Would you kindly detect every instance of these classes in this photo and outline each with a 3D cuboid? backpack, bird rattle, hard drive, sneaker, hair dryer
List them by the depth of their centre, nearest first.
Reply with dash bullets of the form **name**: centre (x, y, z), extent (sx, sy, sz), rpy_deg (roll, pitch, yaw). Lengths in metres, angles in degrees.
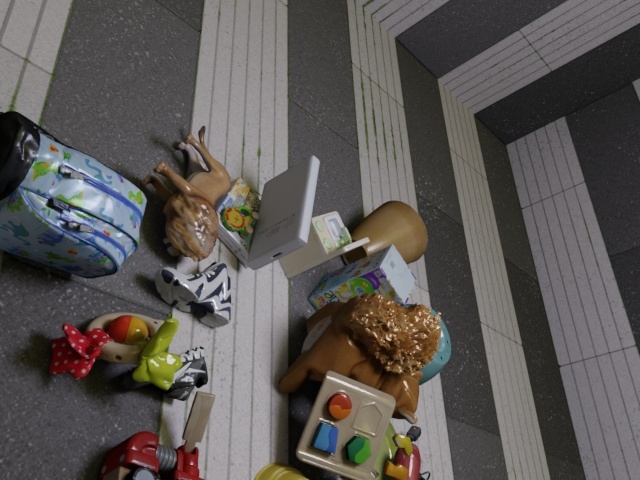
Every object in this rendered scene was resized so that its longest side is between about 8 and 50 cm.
- **backpack**: centre (-0.518, -0.069, 1.249), extent (0.356, 0.290, 0.273), rpy_deg (14, 66, -57)
- **bird rattle**: centre (-0.408, 0.213, 1.299), extent (0.207, 0.254, 0.142), rpy_deg (-107, -160, -70)
- **sneaker**: centre (-0.329, 0.305, 1.395), extent (0.234, 0.078, 0.106), rpy_deg (-6, 70, -56)
- **sneaker**: centre (-0.300, 0.096, 1.562), extent (0.235, 0.094, 0.153), rpy_deg (37, 40, -34)
- **hard drive**: centre (-0.101, -0.079, 1.761), extent (0.040, 0.203, 0.307), rpy_deg (39, 41, -31)
- **hair dryer**: centre (0.281, 0.700, 1.883), extent (0.294, 0.080, 0.223), rpy_deg (-19, 95, -62)

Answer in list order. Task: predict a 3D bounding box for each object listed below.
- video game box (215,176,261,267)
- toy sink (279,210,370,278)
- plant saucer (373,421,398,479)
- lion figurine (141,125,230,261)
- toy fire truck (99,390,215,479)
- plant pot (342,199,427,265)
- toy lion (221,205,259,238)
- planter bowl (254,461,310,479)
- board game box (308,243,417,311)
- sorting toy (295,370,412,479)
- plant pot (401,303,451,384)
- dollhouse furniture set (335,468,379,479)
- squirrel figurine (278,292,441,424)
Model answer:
- **video game box**: centre (-0.220, -0.053, 1.810), extent (0.187, 0.048, 0.205), rpy_deg (51, 36, -22)
- **toy sink**: centre (0.000, 0.000, 1.898), extent (0.153, 0.234, 0.131), rpy_deg (-21, 86, -55)
- **plant saucer**: centre (0.155, 0.613, 1.868), extent (0.241, 0.037, 0.240), rpy_deg (33, 44, -38)
- **lion figurine**: centre (-0.311, -0.131, 1.649), extent (0.240, 0.142, 0.392), rpy_deg (45, 41, -15)
- **toy fire truck**: centre (-0.310, 0.431, 1.292), extent (0.217, 0.159, 0.246), rpy_deg (36, 31, -33)
- **plant pot**: centre (0.197, 0.008, 2.195), extent (0.254, 0.237, 0.237), rpy_deg (-24, 88, -41)
- **toy lion**: centre (-0.223, -0.060, 1.744), extent (0.096, 0.034, 0.100), rpy_deg (39, 40, -20)
- **planter bowl**: centre (-0.061, 0.634, 1.521), extent (0.217, 0.090, 0.217), rpy_deg (31, 46, -38)
- **board game box**: centre (0.127, 0.149, 1.929), extent (0.142, 0.275, 0.144), rpy_deg (55, 34, -12)
- **sorting toy**: centre (0.111, 0.487, 1.606), extent (0.307, 0.041, 0.228), rpy_deg (25, 74, -17)
- **plant pot**: centre (0.270, 0.335, 2.032), extent (0.293, 0.235, 0.292), rpy_deg (31, 46, -38)
- **dollhouse furniture set**: centre (0.025, 0.600, 1.656), extent (0.183, 0.129, 0.129), rpy_deg (45, 31, 17)
- **squirrel figurine**: centre (0.158, 0.333, 1.737), extent (0.370, 0.397, 0.281), rpy_deg (40, 31, -11)
